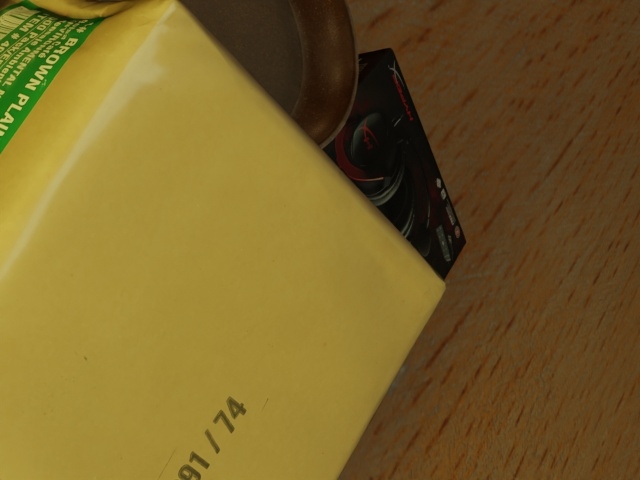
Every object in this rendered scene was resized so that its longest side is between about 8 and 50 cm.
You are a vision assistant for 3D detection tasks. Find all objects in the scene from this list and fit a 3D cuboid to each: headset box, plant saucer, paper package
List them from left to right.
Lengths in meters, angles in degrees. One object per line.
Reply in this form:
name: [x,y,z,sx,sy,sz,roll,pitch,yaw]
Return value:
paper package: [-0.124,0.072,0.606,0.325,0.168,0.309,-58,137,-12]
plant saucer: [-0.099,-0.190,0.827,0.310,0.050,0.311,25,52,-36]
headset box: [0.000,0.000,0.945,0.293,0.110,0.218,-52,126,-46]
